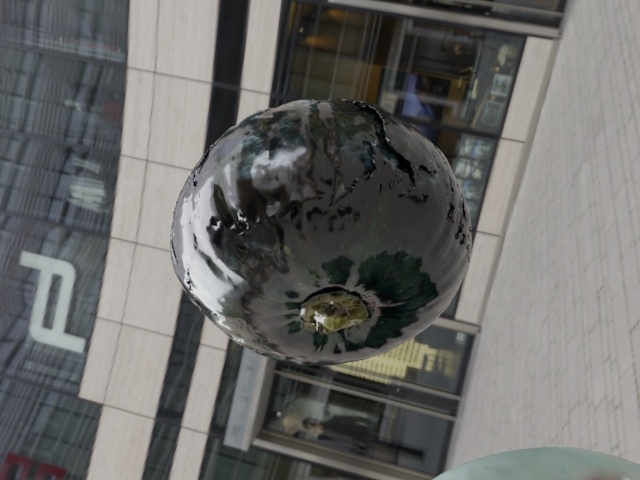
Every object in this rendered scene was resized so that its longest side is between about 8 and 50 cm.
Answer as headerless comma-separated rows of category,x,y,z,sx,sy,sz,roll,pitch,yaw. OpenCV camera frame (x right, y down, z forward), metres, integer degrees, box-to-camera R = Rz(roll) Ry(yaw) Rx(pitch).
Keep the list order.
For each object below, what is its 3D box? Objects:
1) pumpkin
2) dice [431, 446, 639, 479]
pumpkin,0.000,0.000,0.460,0.233,0.233,0.163,91,171,-53
dice,0.193,0.342,0.438,0.268,0.263,0.264,-117,20,-65
